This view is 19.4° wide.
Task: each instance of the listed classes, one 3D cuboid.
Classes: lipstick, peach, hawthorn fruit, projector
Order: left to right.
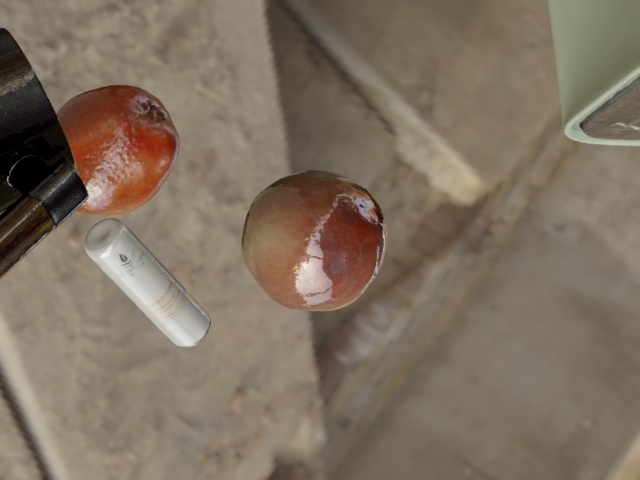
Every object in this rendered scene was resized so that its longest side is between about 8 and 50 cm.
[{"bbox_3d":[-0.207,-0.095,1.883,0.138,0.132,0.133,-28,172,21],"label":"hawthorn fruit"},{"bbox_3d":[-0.141,0.035,1.520,0.040,0.040,0.141,-54,134,-15],"label":"lipstick"},{"bbox_3d":[-0.002,0.000,1.036,0.083,0.083,0.083,-49,160,-26],"label":"peach"},{"bbox_3d":[0.342,-0.234,1.629,0.248,0.249,0.249,138,-50,-66],"label":"projector"}]

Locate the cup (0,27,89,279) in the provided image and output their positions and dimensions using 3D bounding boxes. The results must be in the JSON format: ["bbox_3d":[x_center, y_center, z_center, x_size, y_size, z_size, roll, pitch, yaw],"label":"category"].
[{"bbox_3d":[-0.299,-0.051,1.580,0.177,0.239,0.166,-27,163,-12],"label":"cup"}]
